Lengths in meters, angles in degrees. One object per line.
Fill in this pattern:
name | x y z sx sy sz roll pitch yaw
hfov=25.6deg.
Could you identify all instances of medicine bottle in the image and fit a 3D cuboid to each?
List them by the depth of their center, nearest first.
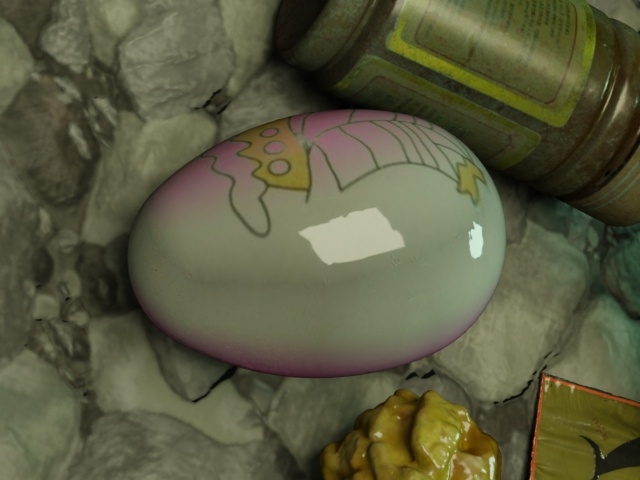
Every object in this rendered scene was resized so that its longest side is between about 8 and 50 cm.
medicine bottle | 0.135 -0.138 1.103 0.322 0.151 0.151 23 73 -20

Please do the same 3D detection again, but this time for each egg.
egg | 0.000 0.000 0.999 0.271 0.196 0.196 7 79 -19

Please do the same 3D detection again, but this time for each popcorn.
popcorn | 0.078 0.216 1.039 0.194 0.140 0.163 48 58 -23

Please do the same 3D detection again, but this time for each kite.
kite | 0.269 0.281 1.172 0.327 0.013 0.377 -38 98 -27
